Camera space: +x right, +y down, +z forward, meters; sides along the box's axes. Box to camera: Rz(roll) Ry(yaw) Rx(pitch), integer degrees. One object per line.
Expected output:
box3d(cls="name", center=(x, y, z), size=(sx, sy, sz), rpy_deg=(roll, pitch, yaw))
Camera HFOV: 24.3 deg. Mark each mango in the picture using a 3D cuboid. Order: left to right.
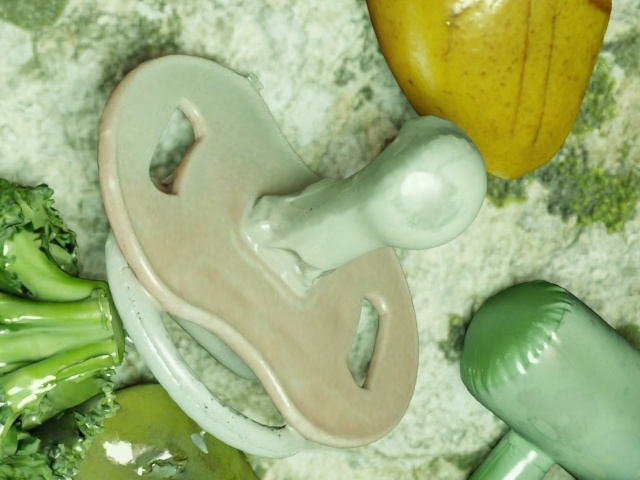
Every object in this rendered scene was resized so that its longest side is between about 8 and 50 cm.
box3d(cls="mango", center=(0.130, -0.218, 1.121), size=(0.199, 0.201, 0.350), rpy_deg=(4, 108, 15))

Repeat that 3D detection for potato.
box3d(cls="potato", center=(-0.111, 0.179, 1.128), size=(0.105, 0.085, 0.188), rpy_deg=(-47, 115, -7))

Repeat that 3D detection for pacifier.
box3d(cls="pacifier", center=(-0.019, 0.000, 1.068), size=(0.273, 0.220, 0.332), rpy_deg=(-43, 115, 1))

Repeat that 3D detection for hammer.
box3d(cls="hammer", center=(0.143, 0.209, 1.223), size=(0.206, 0.119, 0.335), rpy_deg=(38, 90, -20))

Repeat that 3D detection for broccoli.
box3d(cls="broccoli", center=(-0.215, 0.077, 1.000), size=(0.176, 0.226, 0.198), rpy_deg=(-33, 117, -3))
